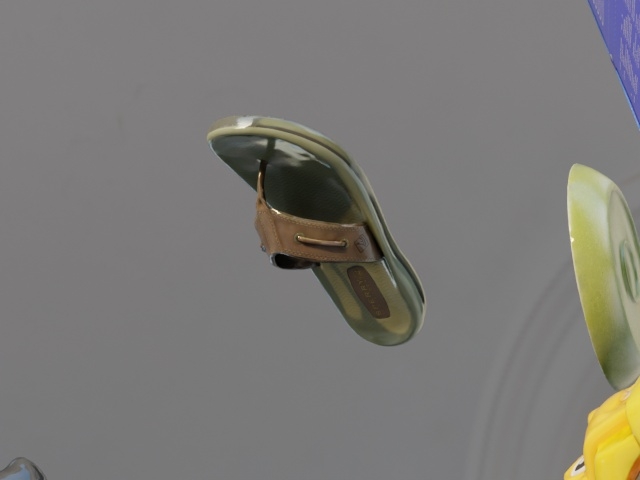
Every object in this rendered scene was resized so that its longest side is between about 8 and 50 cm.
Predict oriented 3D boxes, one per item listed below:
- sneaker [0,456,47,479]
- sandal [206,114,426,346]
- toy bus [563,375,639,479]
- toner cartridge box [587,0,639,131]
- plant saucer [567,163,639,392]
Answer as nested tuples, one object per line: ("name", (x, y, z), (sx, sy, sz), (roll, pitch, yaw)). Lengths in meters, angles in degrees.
("sneaker", (-0.324, 0.214, 1.175), (0.286, 0.130, 0.109), (1, -46, -5))
("sandal", (0.002, 0.001, 1.523), (0.120, 0.086, 0.303), (-10, -53, 41))
("toy bus", (0.159, 0.176, 0.766), (0.211, 0.220, 0.149), (-31, -3, 29))
("toner cartridge box", (0.285, -0.235, 1.411), (0.075, 0.165, 0.348), (-18, -20, 3))
("plant saucer", (0.304, 0.035, 1.700), (0.037, 0.241, 0.241), (-11, -35, 19))
